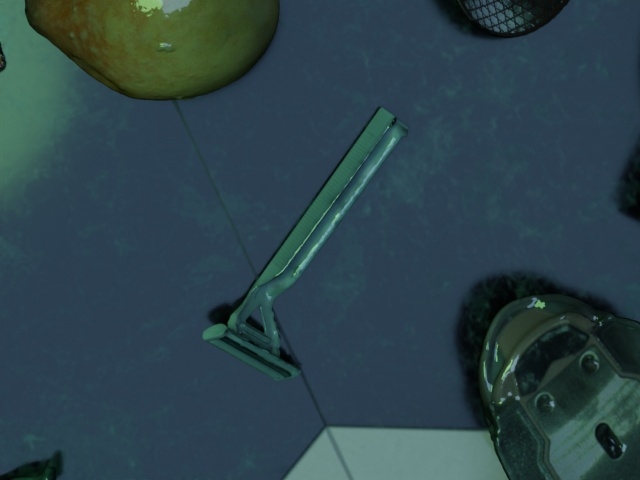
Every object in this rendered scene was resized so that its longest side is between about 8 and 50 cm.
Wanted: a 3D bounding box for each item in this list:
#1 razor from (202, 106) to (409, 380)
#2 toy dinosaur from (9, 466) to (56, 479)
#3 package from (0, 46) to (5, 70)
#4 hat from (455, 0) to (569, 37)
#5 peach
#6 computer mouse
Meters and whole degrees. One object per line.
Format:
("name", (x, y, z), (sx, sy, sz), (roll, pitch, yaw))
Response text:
("razor", (-0.006, -0.005, 1.758), (0.111, 0.056, 0.278), (33, 87, -41))
("toy dinosaur", (-0.435, 0.317, 1.762), (0.331, 0.129, 0.383), (12, 96, 8))
("package", (-0.351, -0.203, 1.738), (0.077, 0.033, 0.110), (-24, 110, -22))
("hat", (0.164, -0.291, 1.724), (0.193, 0.082, 0.193), (-14, 113, -35))
("peach", (-0.154, -0.228, 1.650), (0.232, 0.232, 0.232), (0, 95, -2))
("computer mouse", (0.275, 0.210, 1.755), (0.199, 0.115, 0.389), (-37, 106, -8))
